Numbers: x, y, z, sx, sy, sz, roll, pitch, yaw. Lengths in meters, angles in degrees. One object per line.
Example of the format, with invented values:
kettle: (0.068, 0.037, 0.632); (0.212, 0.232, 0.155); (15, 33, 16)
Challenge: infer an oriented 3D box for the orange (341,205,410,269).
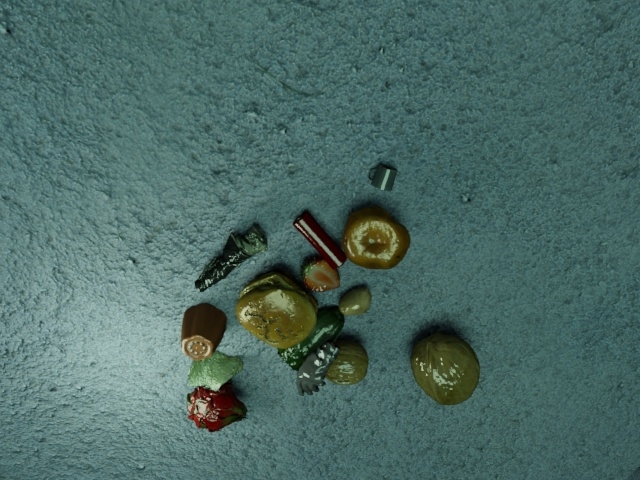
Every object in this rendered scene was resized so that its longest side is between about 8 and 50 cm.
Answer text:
orange: (0.196, -0.005, 1.690); (0.248, 0.183, 0.249); (4, 107, 12)

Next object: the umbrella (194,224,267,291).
umbrella: (-0.349, 0.075, 1.747); (0.357, 0.113, 0.106); (-37, 136, 17)

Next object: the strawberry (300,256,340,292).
strawberry: (0.004, 0.128, 1.810); (0.187, 0.082, 0.146); (33, 111, -25)

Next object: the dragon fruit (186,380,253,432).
dragon fruit: (-0.442, 0.723, 2.043); (0.292, 0.234, 0.234); (6, 118, -12)

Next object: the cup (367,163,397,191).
cup: (0.216, -0.227, 1.635); (0.100, 0.078, 0.077); (25, 113, 19)

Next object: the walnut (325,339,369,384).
walnut: (0.096, 0.514, 1.964); (0.213, 0.213, 0.214); (-1, 119, -2)

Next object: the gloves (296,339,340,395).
gloves: (-0.020, 0.513, 1.862); (0.119, 0.142, 0.286); (6, 115, -39)

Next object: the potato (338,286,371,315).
potato: (0.142, 0.250, 1.869); (0.146, 0.112, 0.112); (-27, 116, 15)

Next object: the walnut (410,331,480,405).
walnut: (0.521, 0.531, 1.949); (0.252, 0.277, 0.313); (-36, 113, -18)

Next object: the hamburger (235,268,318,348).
hamburger: (-0.167, 0.270, 1.808); (0.304, 0.174, 0.284); (39, 120, -21)

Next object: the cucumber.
cucumber: (-0.035, 0.402, 1.925); (0.325, 0.145, 0.105); (-42, 143, 15)

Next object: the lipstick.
lipstick: (0.000, 0.000, 1.716); (0.080, 0.080, 0.241); (-39, 101, 17)

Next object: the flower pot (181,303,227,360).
flower pot: (-0.483, 0.380, 1.874); (0.190, 0.173, 0.191); (0, 119, 0)

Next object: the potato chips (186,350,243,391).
potato chips: (-0.446, 0.557, 1.985); (0.228, 0.167, 0.059); (9, 159, -3)
